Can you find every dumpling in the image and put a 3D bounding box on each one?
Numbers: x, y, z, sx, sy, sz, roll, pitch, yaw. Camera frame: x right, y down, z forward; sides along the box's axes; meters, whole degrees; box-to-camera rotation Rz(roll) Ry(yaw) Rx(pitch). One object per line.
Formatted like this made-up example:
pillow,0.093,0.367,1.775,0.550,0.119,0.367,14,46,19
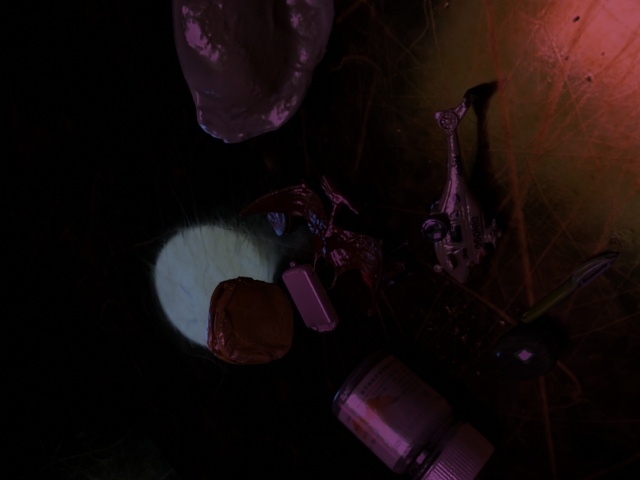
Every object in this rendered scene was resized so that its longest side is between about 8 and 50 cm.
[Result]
dumpling,-0.141,-0.337,0.877,0.269,0.211,0.321,26,142,31

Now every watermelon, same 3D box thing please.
watermelon,0.305,0.169,0.825,0.078,0.078,0.111,52,142,9

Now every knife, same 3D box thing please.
knife,0.338,0.068,0.766,0.026,0.022,0.184,28,137,-2

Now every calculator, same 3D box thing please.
calculator,-0.023,0.123,1.189,0.100,0.032,0.175,-19,99,51

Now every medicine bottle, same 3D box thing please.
medicine bottle,0.167,0.346,1.022,0.273,0.165,0.165,38,137,25

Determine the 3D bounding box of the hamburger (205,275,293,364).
hamburger,-0.155,0.183,1.239,0.108,0.213,0.214,-5,111,45

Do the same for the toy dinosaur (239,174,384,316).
toy dinosaur,0.002,0.010,0.997,0.327,0.112,0.207,58,141,17

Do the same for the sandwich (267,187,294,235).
sandwich,-0.085,-0.053,1.147,0.069,0.026,0.101,34,136,27

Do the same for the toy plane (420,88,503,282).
toy plane,0.198,-0.064,0.787,0.108,0.092,0.287,-3,114,25

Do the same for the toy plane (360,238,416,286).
toy plane,0.120,0.051,0.983,0.145,0.037,0.060,-35,83,51
